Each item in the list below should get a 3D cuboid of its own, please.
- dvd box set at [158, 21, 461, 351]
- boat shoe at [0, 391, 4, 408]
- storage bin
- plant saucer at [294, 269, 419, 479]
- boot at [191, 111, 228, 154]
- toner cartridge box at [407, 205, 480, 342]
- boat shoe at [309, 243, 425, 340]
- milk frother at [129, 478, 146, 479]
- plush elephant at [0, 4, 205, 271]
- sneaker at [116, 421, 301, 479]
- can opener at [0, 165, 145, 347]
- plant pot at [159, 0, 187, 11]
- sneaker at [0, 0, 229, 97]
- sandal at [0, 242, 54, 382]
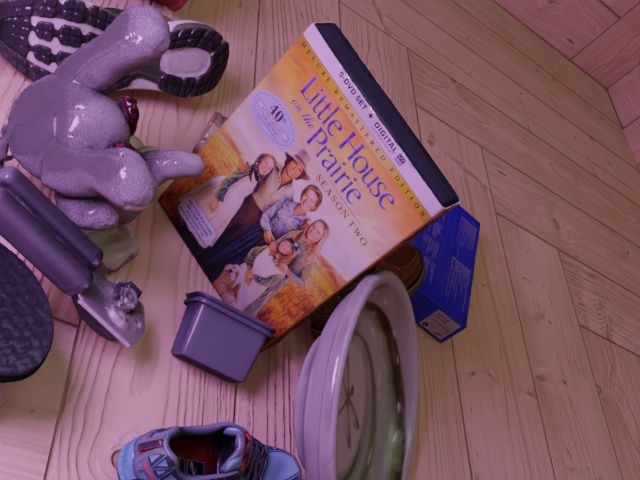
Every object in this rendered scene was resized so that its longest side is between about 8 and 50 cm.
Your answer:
[{"bbox_3d":[-0.040,-0.059,1.111,0.062,0.420,0.308,-23,77,-52],"label":"dvd box set"},{"bbox_3d":[-0.409,0.196,0.826,0.043,0.049,0.137,18,28,26],"label":"boat shoe"},{"bbox_3d":[-0.150,0.145,1.106,0.135,0.098,0.091,32,68,-23],"label":"storage bin"},{"bbox_3d":[0.048,0.242,1.109,0.400,0.100,0.401,1,90,-68],"label":"plant saucer"},{"bbox_3d":[-0.134,-0.101,1.319,0.203,0.095,0.262,33,38,-22],"label":"boot"},{"bbox_3d":[0.241,0.034,1.604,0.165,0.075,0.348,40,38,-14],"label":"toner cartridge box"},{"bbox_3d":[0.090,0.063,1.342,0.307,0.110,0.105,-37,120,-47],"label":"boat shoe"},{"bbox_3d":[-0.191,0.346,0.835,0.129,0.143,0.135,53,34,-8],"label":"milk frother"},{"bbox_3d":[-0.289,-0.110,1.062,0.255,0.329,0.272,31,49,-58],"label":"plush elephant"},{"bbox_3d":[-0.117,0.292,0.972,0.261,0.125,0.104,16,49,-36],"label":"sneaker"},{"bbox_3d":[-0.323,0.036,0.946,0.283,0.095,0.076,53,30,-34],"label":"can opener"},{"bbox_3d":[-0.360,-0.596,1.401,0.265,0.272,0.273,10,51,-31],"label":"plant pot"},{"bbox_3d":[-0.367,-0.337,1.296,0.410,0.158,0.182,0,28,-43],"label":"sneaker"},{"bbox_3d":[-0.501,0.026,0.850,0.445,0.107,0.168,30,40,-4],"label":"sandal"}]
